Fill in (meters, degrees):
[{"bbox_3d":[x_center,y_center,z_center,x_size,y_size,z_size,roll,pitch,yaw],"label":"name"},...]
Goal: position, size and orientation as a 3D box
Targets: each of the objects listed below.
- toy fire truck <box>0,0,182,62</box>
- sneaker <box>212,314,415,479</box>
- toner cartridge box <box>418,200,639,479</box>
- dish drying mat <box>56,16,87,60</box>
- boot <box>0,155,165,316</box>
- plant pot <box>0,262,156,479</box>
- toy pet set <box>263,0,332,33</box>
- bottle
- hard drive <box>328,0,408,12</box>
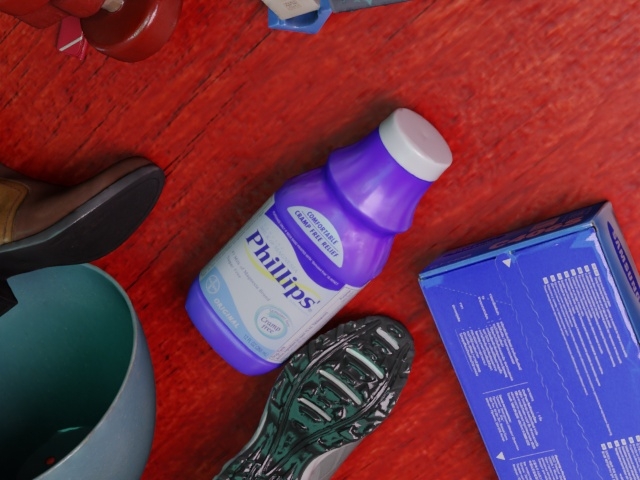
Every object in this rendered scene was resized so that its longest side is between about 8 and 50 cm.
[{"bbox_3d":[-0.169,-0.315,1.111,0.302,0.169,0.254,-25,65,31],"label":"toy fire truck"},{"bbox_3d":[-0.011,0.177,1.238,0.100,0.108,0.271,40,101,8],"label":"sneaker"},{"bbox_3d":[0.227,0.155,1.131,0.165,0.075,0.348,-18,98,27],"label":"toner cartridge box"},{"bbox_3d":[-0.232,-0.216,1.260,0.032,0.008,0.083,24,115,17],"label":"dish drying mat"},{"bbox_3d":[-0.320,-0.082,1.296,0.264,0.096,0.280,-35,68,3],"label":"boot"},{"bbox_3d":[-0.277,0.188,1.284,0.290,0.290,0.195,2,139,24],"label":"plant pot"},{"bbox_3d":[-0.012,-0.244,1.136,0.122,0.065,0.114,-12,66,24],"label":"toy pet set"},{"bbox_3d":[0.000,0.000,1.175,0.118,0.092,0.283,48,119,5],"label":"bottle"},{"bbox_3d":[0.063,-0.315,1.020,0.172,0.054,0.254,-5,104,24],"label":"hard drive"}]
